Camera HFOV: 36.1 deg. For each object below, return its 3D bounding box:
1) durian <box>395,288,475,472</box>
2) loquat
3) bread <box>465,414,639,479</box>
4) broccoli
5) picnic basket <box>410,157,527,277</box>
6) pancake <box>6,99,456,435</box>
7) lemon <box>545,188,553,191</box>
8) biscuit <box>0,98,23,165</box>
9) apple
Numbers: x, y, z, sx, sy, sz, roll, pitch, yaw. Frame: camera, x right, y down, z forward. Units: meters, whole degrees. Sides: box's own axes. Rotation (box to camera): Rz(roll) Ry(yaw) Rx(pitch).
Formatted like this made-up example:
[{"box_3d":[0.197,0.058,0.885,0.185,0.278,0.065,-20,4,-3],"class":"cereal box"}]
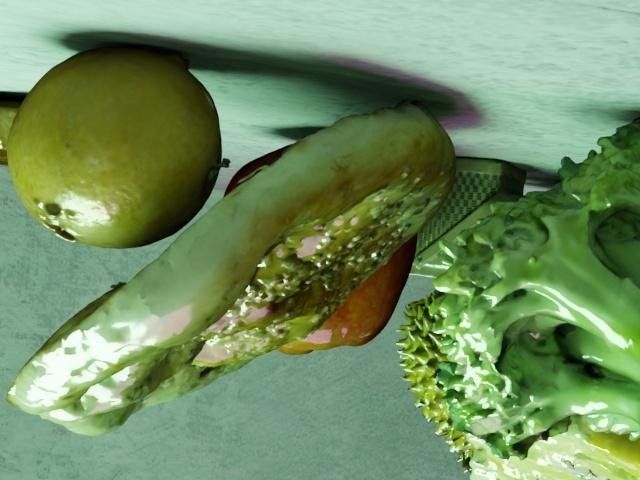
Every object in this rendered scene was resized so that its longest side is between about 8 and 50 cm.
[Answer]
[{"box_3d":[0.223,0.168,1.141,0.293,0.258,0.258,46,178,-3],"class":"durian"},{"box_3d":[-0.131,-0.059,0.637,0.141,0.141,0.141,6,180,0],"class":"loquat"},{"box_3d":[0.309,0.090,0.916,0.236,0.165,0.375,11,-134,33],"class":"bread"},{"box_3d":[0.209,0.078,0.616,0.353,0.275,0.397,-34,-171,49],"class":"broccoli"},{"box_3d":[0.114,-0.030,1.206,0.266,0.139,0.165,6,-179,23],"class":"picnic basket"},{"box_3d":[-0.051,0.035,0.749,0.387,0.082,0.387,-33,165,-10],"class":"pancake"},{"box_3d":[0.358,0.054,1.328,0.320,0.245,0.245,48,-159,25],"class":"lemon"},{"box_3d":[-0.315,-0.114,1.048,0.367,0.063,0.314,6,177,-29],"class":"biscuit"},{"box_3d":[0.000,0.000,1.029,0.234,0.234,0.234,6,180,0],"class":"apple"}]
